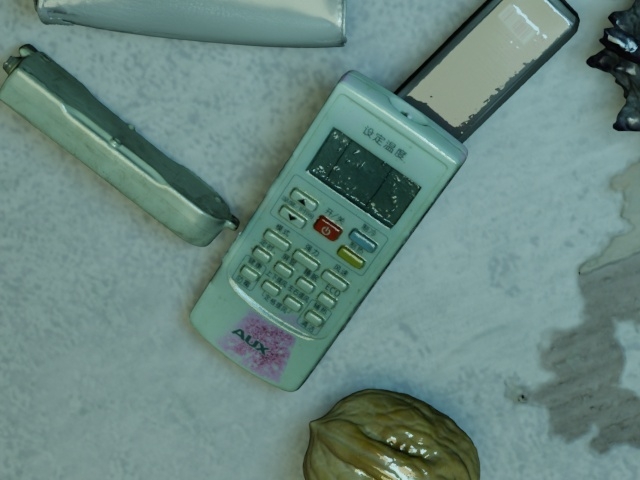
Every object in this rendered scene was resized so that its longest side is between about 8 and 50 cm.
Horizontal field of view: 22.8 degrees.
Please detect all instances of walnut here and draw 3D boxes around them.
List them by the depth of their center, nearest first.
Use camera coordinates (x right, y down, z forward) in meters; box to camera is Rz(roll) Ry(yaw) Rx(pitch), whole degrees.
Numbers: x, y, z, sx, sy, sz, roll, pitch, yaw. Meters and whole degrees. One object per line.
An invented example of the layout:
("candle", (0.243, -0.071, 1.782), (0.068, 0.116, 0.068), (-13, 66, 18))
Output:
("walnut", (0.069, 0.231, 1.615), (0.184, 0.155, 0.155), (27, 106, 2))

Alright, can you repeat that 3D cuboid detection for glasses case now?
("glasses case", (-0.120, -0.259, 1.546), (0.308, 0.083, 0.128), (7, 99, 5))

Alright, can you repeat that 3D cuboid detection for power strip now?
("power strip", (-0.204, -0.090, 1.603), (0.286, 0.080, 0.048), (37, 111, -5))

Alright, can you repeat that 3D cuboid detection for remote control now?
("remote control", (0.000, 0.000, 1.569), (0.145, 0.050, 0.344), (34, 121, 1))

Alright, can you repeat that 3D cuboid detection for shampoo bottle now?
("shampoo bottle", (0.139, -0.154, 1.541), (0.080, 0.079, 0.246), (45, 105, -4))

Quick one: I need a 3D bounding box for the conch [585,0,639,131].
("conch", (0.404, -0.163, 1.453), (0.313, 0.186, 0.240), (6, 104, 5))
